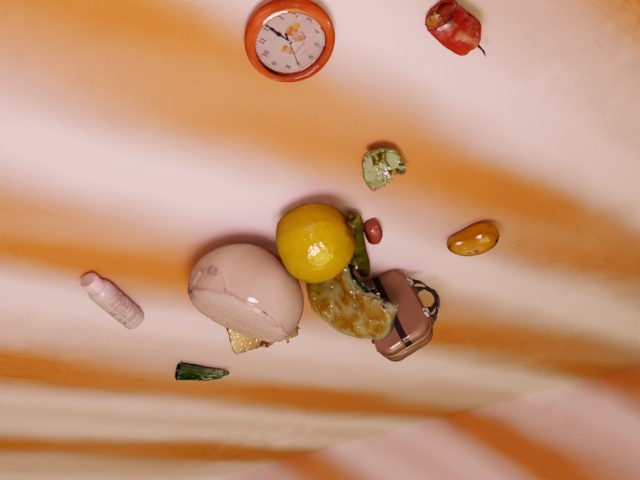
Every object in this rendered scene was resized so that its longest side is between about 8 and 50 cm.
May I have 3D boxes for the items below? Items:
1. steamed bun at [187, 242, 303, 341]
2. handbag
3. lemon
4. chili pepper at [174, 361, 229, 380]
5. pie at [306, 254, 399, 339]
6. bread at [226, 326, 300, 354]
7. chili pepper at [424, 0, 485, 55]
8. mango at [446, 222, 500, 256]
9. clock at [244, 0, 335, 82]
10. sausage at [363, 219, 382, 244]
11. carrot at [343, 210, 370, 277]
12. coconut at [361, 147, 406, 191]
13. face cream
[{"bbox_3d":[-0.218,0.147,1.733,0.374,0.241,0.374,18,152,10],"label":"steamed bun"},{"bbox_3d":[0.290,0.250,1.996,0.283,0.302,0.149,-27,143,7],"label":"handbag"},{"bbox_3d":[0.000,0.000,1.650,0.219,0.240,0.240,-19,141,19],"label":"lemon"},{"bbox_3d":[-0.481,0.543,2.298,0.227,0.059,0.088,9,131,-28],"label":"chili pepper"},{"bbox_3d":[0.090,0.194,1.885,0.371,0.078,0.296,49,131,0],"label":"pie"},{"bbox_3d":[-0.218,0.295,2.039,0.266,0.142,0.178,-18,100,7],"label":"bread"},{"bbox_3d":[0.335,-0.483,1.309,0.192,0.084,0.086,25,160,-34],"label":"chili pepper"},{"bbox_3d":[0.531,0.003,1.932,0.178,0.090,0.115,-29,129,22],"label":"mango"},{"bbox_3d":[-0.068,-0.448,1.252,0.205,0.051,0.205,-8,141,-6],"label":"clock"},{"bbox_3d":[0.174,-0.027,1.815,0.054,0.059,0.094,-27,136,-5],"label":"sausage"},{"bbox_3d":[0.123,0.027,1.860,0.074,0.074,0.358,-16,143,2],"label":"carrot"},{"bbox_3d":[0.177,-0.213,1.598,0.133,0.055,0.158,-4,141,-14],"label":"coconut"},{"bbox_3d":[-0.677,0.195,1.811,0.082,0.082,0.269,-20,139,7],"label":"face cream"}]
